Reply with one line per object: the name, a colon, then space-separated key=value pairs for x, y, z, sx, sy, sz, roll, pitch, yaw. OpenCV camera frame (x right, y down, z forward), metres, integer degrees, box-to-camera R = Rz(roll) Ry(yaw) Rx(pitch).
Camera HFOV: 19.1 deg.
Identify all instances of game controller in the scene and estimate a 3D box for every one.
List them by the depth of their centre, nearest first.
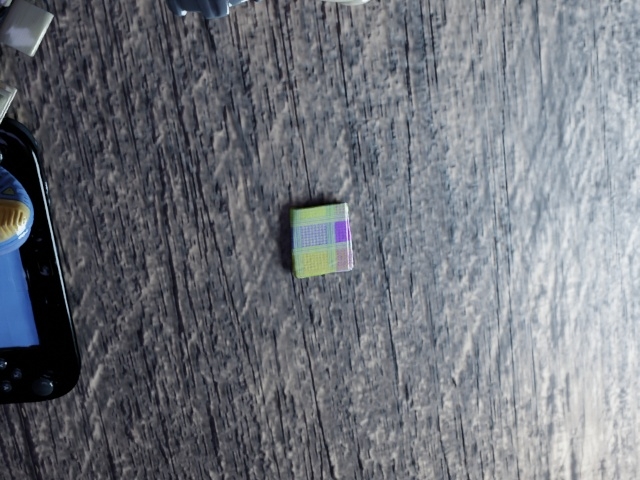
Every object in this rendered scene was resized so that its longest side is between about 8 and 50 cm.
game controller: x=-0.324 y=0.025 z=1.776 sx=0.166 sy=0.067 sz=0.319 roll=-9 pitch=124 yaw=-4

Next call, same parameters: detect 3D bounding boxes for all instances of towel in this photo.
towel: x=0.000 y=0.000 z=1.853 sx=0.060 sy=0.009 sz=0.083 roll=-8 pitch=124 yaw=-4

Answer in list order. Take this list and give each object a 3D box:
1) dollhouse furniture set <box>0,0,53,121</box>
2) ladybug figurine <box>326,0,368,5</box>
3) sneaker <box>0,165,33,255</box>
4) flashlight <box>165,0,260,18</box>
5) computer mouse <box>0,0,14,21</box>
dollhouse furniture set: x=-0.292 y=-0.247 z=1.510 sx=0.198 sy=0.286 sz=0.303 roll=27 pitch=95 yaw=-8
ladybug figurine: x=-0.032 y=-0.391 z=1.446 sx=0.305 sy=0.162 sz=0.449 roll=-33 pitch=123 yaw=-43
sneaker: x=-0.382 y=0.000 z=1.689 sx=0.296 sy=0.112 sz=0.131 roll=-1 pitch=136 yaw=16
flashlight: x=-0.117 y=-0.336 z=1.560 sx=0.103 sy=0.103 sz=0.304 roll=-22 pitch=120 yaw=-12
computer mouse: x=-0.252 y=-0.283 z=1.598 sx=0.071 sy=0.041 sz=0.242 roll=9 pitch=122 yaw=-17
